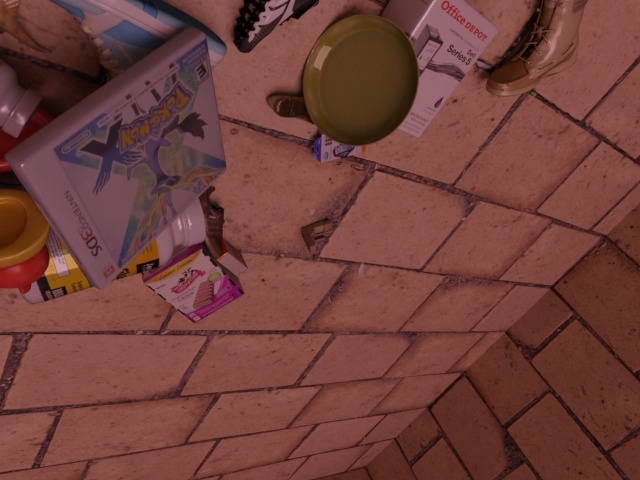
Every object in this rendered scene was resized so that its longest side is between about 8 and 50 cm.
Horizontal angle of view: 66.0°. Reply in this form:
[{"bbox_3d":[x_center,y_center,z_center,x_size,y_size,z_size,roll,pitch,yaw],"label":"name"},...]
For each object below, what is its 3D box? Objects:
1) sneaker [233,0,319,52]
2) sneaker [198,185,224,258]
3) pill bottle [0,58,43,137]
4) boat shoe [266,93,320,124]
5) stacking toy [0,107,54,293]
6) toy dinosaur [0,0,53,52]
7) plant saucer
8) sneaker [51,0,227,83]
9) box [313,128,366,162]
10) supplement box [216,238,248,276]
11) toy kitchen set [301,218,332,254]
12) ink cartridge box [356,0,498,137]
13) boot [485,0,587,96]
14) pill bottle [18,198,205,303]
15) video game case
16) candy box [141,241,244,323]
[{"bbox_3d":[-0.056,-0.411,0.842,0.106,0.078,0.234,19,118,-42],"label":"sneaker"},{"bbox_3d":[-0.243,-0.039,1.117,0.071,0.066,0.188,-25,133,-13],"label":"sneaker"},{"bbox_3d":[-0.500,-0.227,0.690,0.184,0.103,0.103,33,111,-30],"label":"pill bottle"},{"bbox_3d":[-0.040,-0.279,1.032,0.153,0.048,0.056,-6,126,-38],"label":"boat shoe"},{"bbox_3d":[-0.538,-0.066,0.744,0.279,0.309,0.130,1,145,-16],"label":"stacking toy"},{"bbox_3d":[-0.463,-0.321,0.689,0.092,0.053,0.183,-27,142,-8],"label":"toy dinosaur"},{"bbox_3d":[0.078,-0.303,0.948,0.241,0.241,0.037,-54,164,26],"label":"plant saucer"},{"bbox_3d":[-0.321,-0.287,0.763,0.319,0.127,0.208,16,121,-42],"label":"sneaker"},{"bbox_3d":[0.044,-0.230,1.147,0.136,0.028,0.081,-15,139,-16],"label":"box"},{"bbox_3d":[-0.228,0.041,1.231,0.036,0.062,0.098,-36,141,4],"label":"supplement box"},{"bbox_3d":[0.000,0.000,1.327,0.083,0.075,0.068,-18,141,-10],"label":"toy kitchen set"},{"bbox_3d":[0.197,-0.377,1.017,0.198,0.115,0.273,11,126,-40],"label":"ink cartridge box"},{"bbox_3d":[0.503,-0.465,1.141,0.261,0.095,0.203,-26,142,-9],"label":"boot"},{"bbox_3d":[-0.402,-0.018,0.938,0.333,0.188,0.188,-18,140,-26],"label":"pill bottle"},{"bbox_3d":[-0.274,-0.118,0.766,0.329,0.036,0.300,-52,162,-30],"label":"video game case"},{"bbox_3d":[-0.313,0.098,1.229,0.159,0.071,0.233,-31,141,0],"label":"candy box"}]
